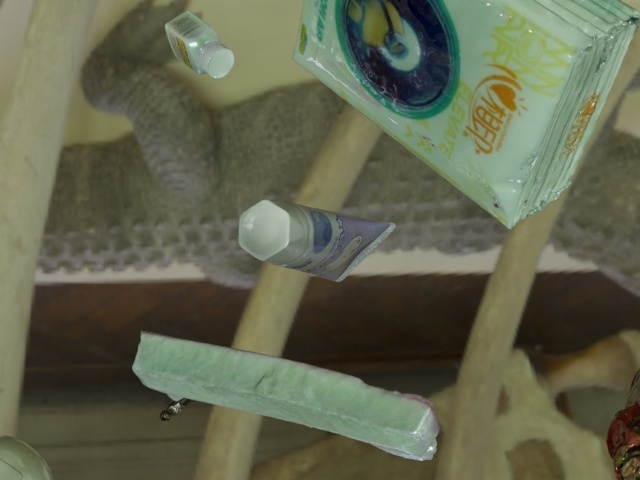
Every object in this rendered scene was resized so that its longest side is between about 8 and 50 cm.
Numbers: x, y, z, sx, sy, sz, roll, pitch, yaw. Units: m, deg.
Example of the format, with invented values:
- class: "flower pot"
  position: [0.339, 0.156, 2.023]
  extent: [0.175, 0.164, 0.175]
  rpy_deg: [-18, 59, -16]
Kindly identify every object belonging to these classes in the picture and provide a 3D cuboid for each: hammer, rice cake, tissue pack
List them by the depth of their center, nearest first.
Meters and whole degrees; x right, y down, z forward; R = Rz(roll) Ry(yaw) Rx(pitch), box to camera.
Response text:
- class: "rice cake"
  position: [-0.032, 0.127, 0.936]
  extent: [0.290, 0.051, 0.081]
  rpy_deg: [8, 145, 31]
- class: "tissue pack"
  position: [0.155, -0.242, 1.355]
  extent: [0.162, 0.388, 0.287]
  rpy_deg: [-33, 152, -33]
- class: "hammer"
  position: [-0.213, 0.232, 1.800]
  extent: [0.065, 0.178, 0.021]
  rpy_deg: [-39, 99, 15]

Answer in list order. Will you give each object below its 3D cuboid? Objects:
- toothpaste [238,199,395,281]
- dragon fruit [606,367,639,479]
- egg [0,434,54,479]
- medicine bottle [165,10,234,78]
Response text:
- class: "toothpaste"
  position: [0.000, 0.000, 1.530]
  extent: [0.125, 0.080, 0.371]
  rpy_deg: [-46, 162, 12]
- class: "dragon fruit"
  position: [0.496, 0.224, 1.385]
  extent: [0.250, 0.315, 0.250]
  rpy_deg: [25, 145, 19]
- class: "egg"
  position: [-0.371, 0.295, 1.219]
  extent: [0.151, 0.209, 0.151]
  rpy_deg: [3, 109, 10]
- class: "medicine bottle"
  position: [-0.189, -0.303, 1.785]
  extent: [0.055, 0.118, 0.074]
  rpy_deg: [-35, 140, -19]
